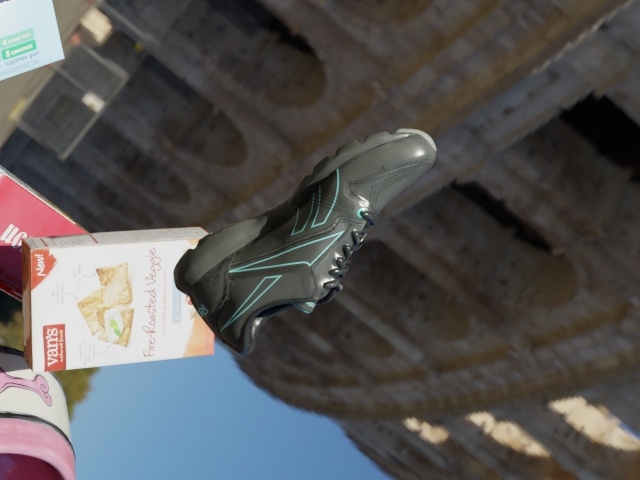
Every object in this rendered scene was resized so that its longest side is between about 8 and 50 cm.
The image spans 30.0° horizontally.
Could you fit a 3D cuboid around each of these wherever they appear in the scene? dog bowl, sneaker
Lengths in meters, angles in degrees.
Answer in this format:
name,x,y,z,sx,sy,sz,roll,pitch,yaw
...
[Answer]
name,x,y,z,sx,sy,sz,roll,pitch,yaw
dog bowl,-0.510,0.328,1.581,0.408,0.408,0.150,-48,-127,17
sneaker,0.000,0.000,1.076,0.267,0.106,0.101,-34,164,9

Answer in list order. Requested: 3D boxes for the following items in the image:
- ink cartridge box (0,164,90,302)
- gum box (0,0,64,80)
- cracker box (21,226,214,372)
name,x,y,z,sx,sy,sz,roll,pitch,yaw
ink cartridge box,-0.439,-0.025,1.620,0.130,0.272,0.309,-54,159,-6
gum box,-0.348,-0.252,1.202,0.041,0.184,0.157,14,-149,40
cracker box,-0.248,0.071,1.476,0.067,0.232,0.156,-148,-123,-63
